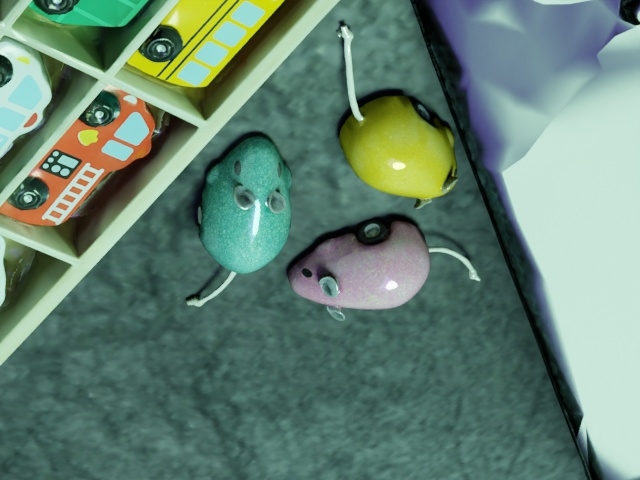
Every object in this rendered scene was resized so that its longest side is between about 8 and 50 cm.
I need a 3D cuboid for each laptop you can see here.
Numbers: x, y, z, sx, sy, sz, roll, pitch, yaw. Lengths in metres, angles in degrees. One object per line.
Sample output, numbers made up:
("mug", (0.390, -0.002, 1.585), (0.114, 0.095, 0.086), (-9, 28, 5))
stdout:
("laptop", (0.269, -0.040, 0.890), (0.382, 0.236, 0.408), (-20, 166, 5))

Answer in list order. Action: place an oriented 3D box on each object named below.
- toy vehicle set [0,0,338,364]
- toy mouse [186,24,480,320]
("toy vehicle set", (-0.130, -0.055, 0.740), (0.166, 0.035, 0.267), (24, 125, -35))
("toy mouse", (0.000, 0.000, 0.840), (0.143, 0.031, 0.161), (-32, 135, 18))
